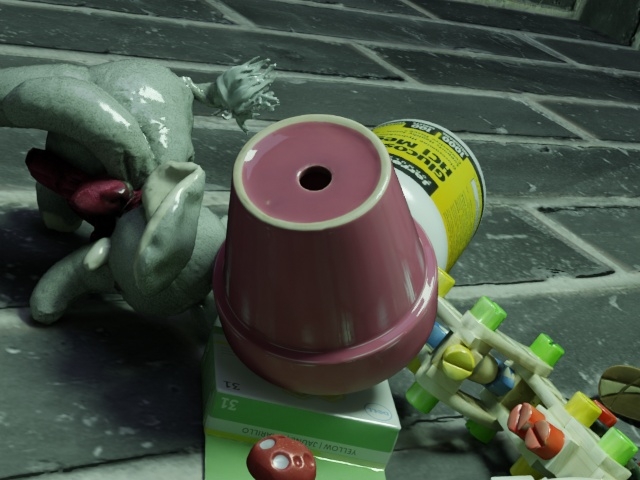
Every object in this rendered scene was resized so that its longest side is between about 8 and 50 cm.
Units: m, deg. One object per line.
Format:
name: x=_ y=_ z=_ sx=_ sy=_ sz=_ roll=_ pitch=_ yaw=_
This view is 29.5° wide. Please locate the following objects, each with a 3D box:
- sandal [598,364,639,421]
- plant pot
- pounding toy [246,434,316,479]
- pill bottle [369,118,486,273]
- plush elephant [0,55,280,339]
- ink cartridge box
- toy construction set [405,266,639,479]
sandal: x=0.387 y=0.186 z=1.305 sx=0.180 sy=0.072 sz=0.049 roll=25 pitch=1 yaw=26
plant pot: x=0.000 y=0.000 z=1.032 sx=0.201 sy=0.180 sz=0.201 roll=-3 pitch=49 yaw=3
pounding toy: x=-0.037 y=0.216 z=0.825 sx=0.183 sy=0.110 sz=0.237 roll=30 pitch=25 yaw=20
pill bottle: x=0.065 y=-0.015 z=1.349 sx=0.188 sy=0.188 sz=0.334 roll=22 pitch=23 yaw=11
plush elephant: x=-0.186 y=-0.026 z=1.159 sx=0.330 sy=0.272 sz=0.255 roll=-11 pitch=61 yaw=10
ink cartridge box: x=-0.016 y=0.166 z=1.047 sx=0.171 sy=0.056 sz=0.235 roll=13 pitch=21 yaw=-12
toy construction set: x=0.175 y=0.168 z=1.057 sx=0.215 sy=0.151 sz=0.328 roll=36 pitch=23 yaw=-23
